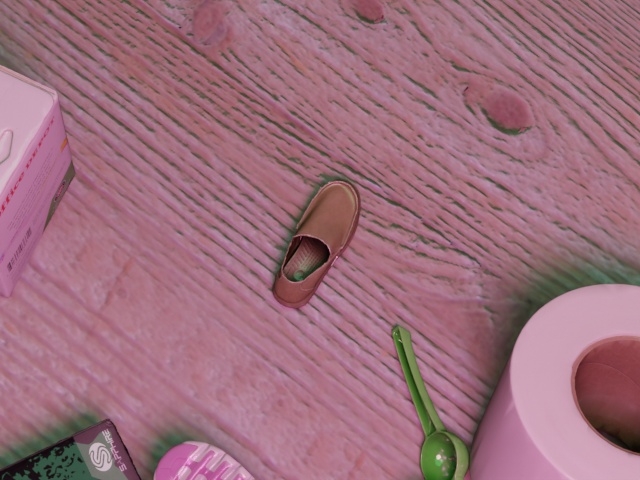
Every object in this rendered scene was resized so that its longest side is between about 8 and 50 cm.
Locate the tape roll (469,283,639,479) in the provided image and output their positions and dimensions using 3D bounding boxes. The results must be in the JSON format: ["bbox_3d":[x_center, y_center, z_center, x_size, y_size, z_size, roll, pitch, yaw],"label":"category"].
[{"bbox_3d":[0.276,0.186,1.654,0.246,0.169,0.246,5,54,-7],"label":"tape roll"}]

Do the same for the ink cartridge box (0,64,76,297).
[{"bbox_3d":[-0.314,-0.056,1.690,0.093,0.212,0.154,25,72,3],"label":"ink cartridge box"}]

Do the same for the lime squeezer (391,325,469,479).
[{"bbox_3d":[0.092,0.224,1.687,0.110,0.058,0.310,45,41,-28],"label":"lime squeezer"}]

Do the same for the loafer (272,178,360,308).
[{"bbox_3d":[0.000,0.000,1.785,0.056,0.050,0.148,24,72,3],"label":"loafer"}]

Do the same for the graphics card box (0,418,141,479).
[{"bbox_3d":[-0.310,0.347,1.624,0.370,0.094,0.233,-26,76,-11],"label":"graphics card box"}]

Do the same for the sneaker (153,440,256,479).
[{"bbox_3d":[-0.060,0.280,1.659,0.236,0.104,0.095,41,91,0],"label":"sneaker"}]
